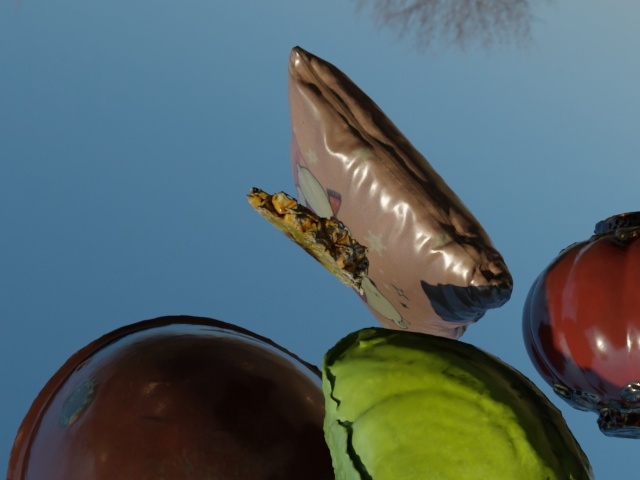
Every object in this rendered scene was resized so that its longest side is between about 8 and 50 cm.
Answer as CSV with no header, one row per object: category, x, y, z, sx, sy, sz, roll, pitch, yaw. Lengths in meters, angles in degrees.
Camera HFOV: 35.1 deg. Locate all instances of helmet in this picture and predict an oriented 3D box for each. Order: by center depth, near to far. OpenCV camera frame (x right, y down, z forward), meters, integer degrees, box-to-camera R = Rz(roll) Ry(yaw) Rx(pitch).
helmet,-0.085,0.230,0.913,0.385,0.338,0.230,25,162,-11

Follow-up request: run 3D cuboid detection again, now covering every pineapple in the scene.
pineapple,0.000,0.000,0.540,0.083,0.019,0.045,40,164,-25

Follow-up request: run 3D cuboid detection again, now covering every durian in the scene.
durian,0.085,0.147,0.574,0.250,0.139,0.101,57,-179,36

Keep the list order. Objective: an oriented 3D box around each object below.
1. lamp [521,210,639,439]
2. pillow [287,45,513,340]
lamp,0.294,0.083,0.900,0.227,0.227,0.227,19,-153,-10
pillow,0.044,-0.015,0.760,0.084,0.236,0.223,-33,-104,-13
